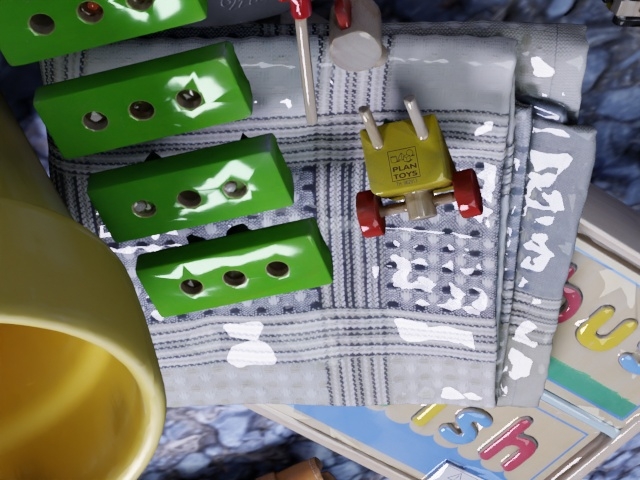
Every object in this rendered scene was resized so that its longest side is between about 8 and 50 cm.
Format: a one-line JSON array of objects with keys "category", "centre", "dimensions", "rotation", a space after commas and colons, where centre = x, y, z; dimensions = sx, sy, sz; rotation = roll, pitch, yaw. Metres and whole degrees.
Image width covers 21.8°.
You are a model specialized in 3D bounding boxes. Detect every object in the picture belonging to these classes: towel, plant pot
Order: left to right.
[{"category": "plant pot", "centre": [-0.234, 0.026, 0.918], "dimensions": [0.254, 0.239, 0.254], "rotation": [-13, 144, -10]}, {"category": "towel", "centre": [0.000, 0.000, 1.021], "dimensions": [0.324, 0.056, 0.312], "rotation": [-1, 130, -2]}]

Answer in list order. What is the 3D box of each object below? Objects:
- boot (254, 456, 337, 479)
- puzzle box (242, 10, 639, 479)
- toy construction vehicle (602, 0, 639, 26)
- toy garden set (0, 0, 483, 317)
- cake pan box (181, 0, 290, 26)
[{"category": "boot", "centre": [-0.094, 0.248, 1.381], "dimensions": [0.220, 0.109, 0.283], "rotation": [-26, 146, 10]}, {"category": "puzzle box", "centre": [0.060, 0.037, 1.124], "dimensions": [0.409, 0.052, 0.272], "rotation": [28, 124, -23]}, {"category": "toy construction vehicle", "centre": [0.214, -0.180, 1.049], "dimensions": [0.098, 0.035, 0.086], "rotation": [-5, 131, -24]}, {"category": "toy garden set", "centre": [-0.036, -0.072, 0.893], "dimensions": [0.203, 0.049, 0.244], "rotation": [-12, 134, 14]}, {"category": "cake pan box", "centre": [-0.049, -0.223, 0.833], "dimensions": [0.245, 0.070, 0.267], "rotation": [-12, 143, -7]}]
